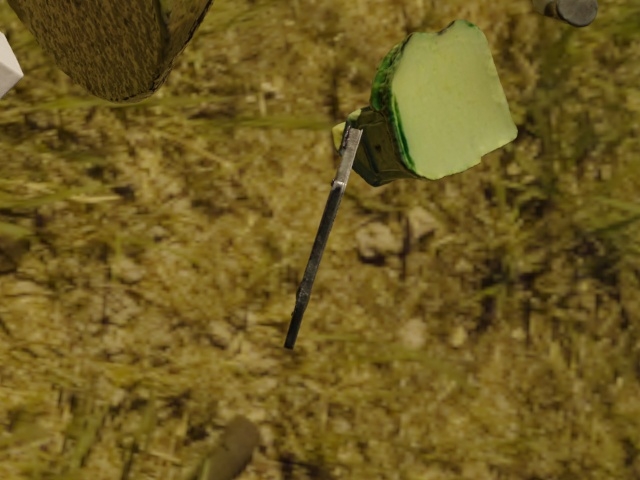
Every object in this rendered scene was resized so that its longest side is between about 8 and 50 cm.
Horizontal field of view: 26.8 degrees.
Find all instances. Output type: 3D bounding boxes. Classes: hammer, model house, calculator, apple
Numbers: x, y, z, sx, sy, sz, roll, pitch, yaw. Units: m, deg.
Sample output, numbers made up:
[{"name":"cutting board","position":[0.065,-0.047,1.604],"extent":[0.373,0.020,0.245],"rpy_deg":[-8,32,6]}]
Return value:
[{"name":"hammer","position":[0.195,-0.264,0.883],"extent":[0.029,0.103,0.246],"rpy_deg":[17,103,-10]},{"name":"model house","position":[0.116,-0.175,1.827],"extent":[0.214,0.189,0.195],"rpy_deg":[-30,100,-34]},{"name":"calculator","position":[0.000,0.000,1.673],"extent":[0.161,0.021,0.261],"rpy_deg":[-74,-179,-58]},{"name":"apple","position":[-0.112,-0.174,0.717],"extent":[0.120,0.265,0.193],"rpy_deg":[-25,105,-23]}]

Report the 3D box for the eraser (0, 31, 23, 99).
[{"name":"eraser","position":[-0.382,-0.202,1.099],"extent":[0.078,0.076,0.298],"rpy_deg":[-43,138,10]}]
